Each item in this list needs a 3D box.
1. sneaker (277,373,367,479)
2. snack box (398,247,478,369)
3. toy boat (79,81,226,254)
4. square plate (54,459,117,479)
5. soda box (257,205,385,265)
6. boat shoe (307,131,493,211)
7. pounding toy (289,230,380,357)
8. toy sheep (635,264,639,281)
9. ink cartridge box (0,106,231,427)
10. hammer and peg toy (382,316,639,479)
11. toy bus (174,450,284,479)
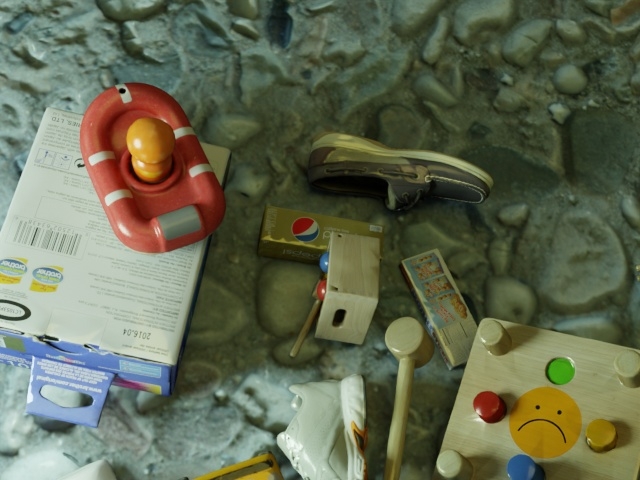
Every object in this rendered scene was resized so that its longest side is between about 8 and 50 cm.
[{"bbox_3d":[0.002,0.295,1.243,0.121,0.099,0.262,-2,45,4],"label":"sneaker"},{"bbox_3d":[0.182,0.100,1.410,0.064,0.022,0.178,-19,69,-16],"label":"snack box"},{"bbox_3d":[-0.215,-0.106,1.206,0.151,0.151,0.231,-21,70,-19],"label":"toy boat"},{"bbox_3d":[-0.353,0.470,1.105,0.344,0.049,0.347,-21,62,-17],"label":"square plate"},{"bbox_3d":[0.000,0.000,1.405,0.181,0.061,0.058,10,64,-5],"label":"soda box"},{"bbox_3d":[0.117,-0.089,1.451,0.285,0.103,0.092,14,68,1],"label":"boat shoe"},{"bbox_3d":[0.020,0.082,1.343,0.100,0.141,0.130,9,49,-5],"label":"pounding toy"},{"bbox_3d":[0.533,0.063,1.454,0.091,0.091,0.132,0,59,-9],"label":"toy sheep"},{"bbox_3d":[-0.297,0.042,1.285,0.270,0.151,0.395,13,61,-4],"label":"ink cartridge box"},{"bbox_3d":[0.247,0.240,1.266,0.361,0.127,0.266,10,70,29],"label":"hammer and peg toy"},{"bbox_3d":[-0.098,0.342,1.073,0.108,0.333,0.130,-14,67,-16],"label":"toy bus"}]
